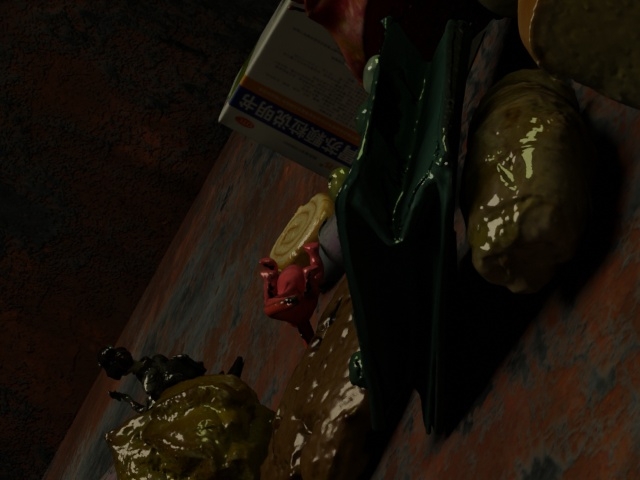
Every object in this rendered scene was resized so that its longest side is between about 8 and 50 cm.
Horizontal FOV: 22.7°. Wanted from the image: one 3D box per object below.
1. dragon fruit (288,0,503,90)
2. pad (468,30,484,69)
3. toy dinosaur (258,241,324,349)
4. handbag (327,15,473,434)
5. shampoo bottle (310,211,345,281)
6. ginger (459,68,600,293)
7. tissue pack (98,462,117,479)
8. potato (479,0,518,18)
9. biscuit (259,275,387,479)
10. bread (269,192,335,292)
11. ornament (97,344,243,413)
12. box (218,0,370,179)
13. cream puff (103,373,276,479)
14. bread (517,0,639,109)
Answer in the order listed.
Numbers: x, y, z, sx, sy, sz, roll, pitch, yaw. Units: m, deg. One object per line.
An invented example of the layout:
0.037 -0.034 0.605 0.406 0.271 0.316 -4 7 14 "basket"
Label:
0.093 -0.359 1.618 0.386 0.249 0.371 -54 -22 10 "dragon fruit"
0.136 -0.150 1.865 0.190 0.004 0.127 -66 11 -17 "pad"
-0.023 0.094 1.749 0.286 0.070 0.139 -92 -8 -78 "toy dinosaur"
0.067 -0.019 1.323 0.269 0.100 0.274 -79 -10 -50 "handbag"
0.051 -0.027 1.808 0.214 0.072 0.072 -52 15 46 "shampoo bottle"
0.164 -0.058 1.246 0.109 0.116 0.263 -16 22 15 "ginger"
-0.231 0.352 2.115 0.257 0.123 0.215 -46 17 37 "tissue pack"
0.213 -0.289 1.437 0.177 0.160 0.235 -14 18 22 "potato"
0.015 0.139 1.559 0.296 0.075 0.296 -61 9 17 "biscuit"
0.000 0.000 1.999 0.122 0.073 0.149 -59 12 -4 "bread"
-0.235 0.216 2.263 0.153 0.196 0.166 -54 13 38 "ornament"
0.022 -0.237 2.087 0.299 0.200 0.106 -55 12 40 "box"
-0.138 0.263 1.778 0.244 0.196 0.244 -33 7 5 "cream puff"
0.227 -0.201 1.203 0.169 0.140 0.160 -91 24 -70 "bread"
